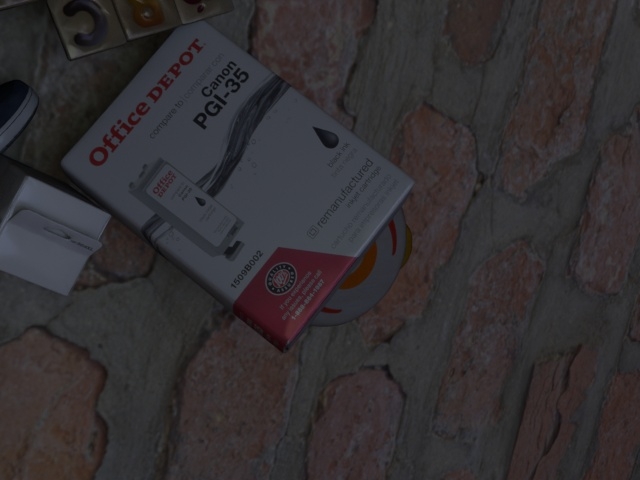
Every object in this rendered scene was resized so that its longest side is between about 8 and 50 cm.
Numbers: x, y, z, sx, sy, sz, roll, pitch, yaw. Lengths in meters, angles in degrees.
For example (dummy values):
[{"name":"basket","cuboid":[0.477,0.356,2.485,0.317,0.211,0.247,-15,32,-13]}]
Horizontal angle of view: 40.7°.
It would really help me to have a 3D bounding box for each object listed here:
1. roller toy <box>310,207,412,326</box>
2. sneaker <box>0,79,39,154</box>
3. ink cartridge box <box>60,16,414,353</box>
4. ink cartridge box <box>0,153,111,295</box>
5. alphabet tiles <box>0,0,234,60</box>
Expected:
[{"name":"roller toy","cuboid":[0.000,0.000,1.020,0.191,0.146,0.209,-46,126,-12]},{"name":"sneaker","cuboid":[-0.377,-0.120,0.756,0.226,0.086,0.163,-37,126,-17]},{"name":"ink cartridge box","cuboid":[-0.082,-0.055,0.864,0.283,0.117,0.207,38,81,5]},{"name":"ink cartridge box","cuboid":[-0.276,-0.016,0.826,0.092,0.143,0.090,28,90,-37]},{"name":"alphabet tiles","cuboid":[-0.209,-0.351,0.776,0.285,0.011,0.343,-24,102,-25]}]
